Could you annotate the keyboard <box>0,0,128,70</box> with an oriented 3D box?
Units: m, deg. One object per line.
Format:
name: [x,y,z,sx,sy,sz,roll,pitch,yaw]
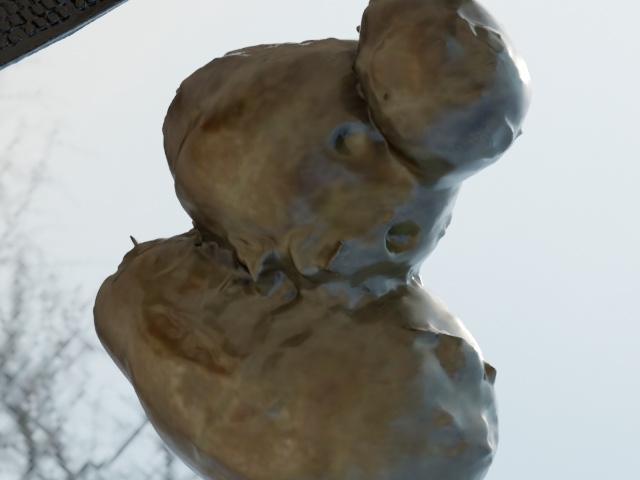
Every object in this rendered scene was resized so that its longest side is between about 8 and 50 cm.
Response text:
keyboard: [-0.248,-0.170,1.377,0.250,0.087,0.017,-32,168,-32]

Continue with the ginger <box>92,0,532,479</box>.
ginger: [0.000,0.000,0.981,0.244,0.304,0.155,18,-162,30]
